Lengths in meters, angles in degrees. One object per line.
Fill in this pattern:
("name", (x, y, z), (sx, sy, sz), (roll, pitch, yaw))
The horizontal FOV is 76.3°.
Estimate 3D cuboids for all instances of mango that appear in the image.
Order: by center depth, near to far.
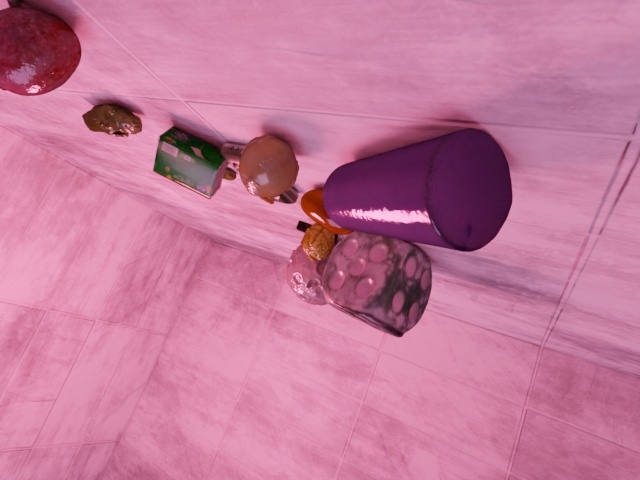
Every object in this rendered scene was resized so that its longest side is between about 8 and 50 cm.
("mango", (0.028, -0.099, 1.323), (0.221, 0.120, 0.151), (28, 171, 16))

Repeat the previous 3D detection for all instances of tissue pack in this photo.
("tissue pack", (-0.413, -0.264, 1.342), (0.209, 0.156, 0.148), (26, 126, -5))

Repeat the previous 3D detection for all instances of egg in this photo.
("egg", (-0.138, -0.196, 1.094), (0.164, 0.164, 0.201), (24, 164, -9))

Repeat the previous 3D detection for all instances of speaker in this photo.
("speaker", (-0.015, -0.039, 1.873), (0.191, 0.040, 0.046), (19, 170, 11))

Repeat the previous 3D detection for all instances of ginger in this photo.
("ginger", (-0.696, -0.401, 1.368), (0.290, 0.089, 0.137), (2, 140, 46))

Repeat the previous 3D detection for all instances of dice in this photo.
("dice", (0.229, 0.175, 1.648), (0.330, 0.348, 0.328), (9, 161, 43))

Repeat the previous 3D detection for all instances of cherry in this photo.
("cherry", (-0.637, -0.425, 0.912), (0.250, 0.192, 0.175), (-2, 121, 22))

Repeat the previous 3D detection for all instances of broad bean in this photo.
("broad bean", (-0.356, -0.251, 1.531), (0.063, 0.045, 0.083), (-5, 161, 43))

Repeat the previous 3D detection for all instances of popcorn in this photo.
("popcorn", (-0.011, -0.004, 1.760), (0.142, 0.173, 0.173), (7, 171, -9))

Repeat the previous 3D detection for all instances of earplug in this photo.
("earplug", (0.161, -0.103, 0.898), (0.215, 0.215, 0.456), (28, 171, -28))

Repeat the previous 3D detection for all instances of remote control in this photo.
("remote control", (-0.196, -0.210, 1.359), (0.128, 0.065, 0.335), (13, 166, 29))

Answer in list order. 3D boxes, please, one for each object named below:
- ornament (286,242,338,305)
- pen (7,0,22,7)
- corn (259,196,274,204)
("ornament", (0.000, 0.153, 1.998), (0.337, 0.337, 0.337), (21, 168, 4))
("pen", (-0.628, -0.522, 0.816), (0.028, 0.028, 0.239), (28, 167, -27))
("corn", (-0.222, -0.173, 1.675), (0.027, 0.028, 0.083), (6, 165, 37))
